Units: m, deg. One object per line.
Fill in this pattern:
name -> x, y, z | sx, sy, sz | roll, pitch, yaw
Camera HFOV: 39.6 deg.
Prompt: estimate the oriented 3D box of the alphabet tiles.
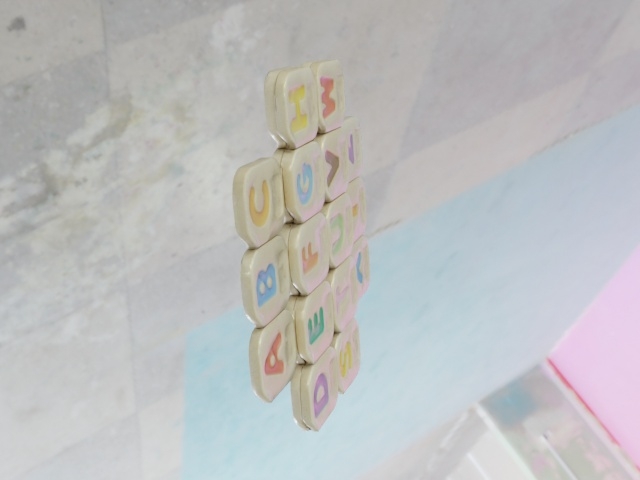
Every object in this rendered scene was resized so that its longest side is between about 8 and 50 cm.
alphabet tiles -> 0.000, 0.000, 0.721 | 0.278, 0.021, 0.284 | -38, 126, -66
